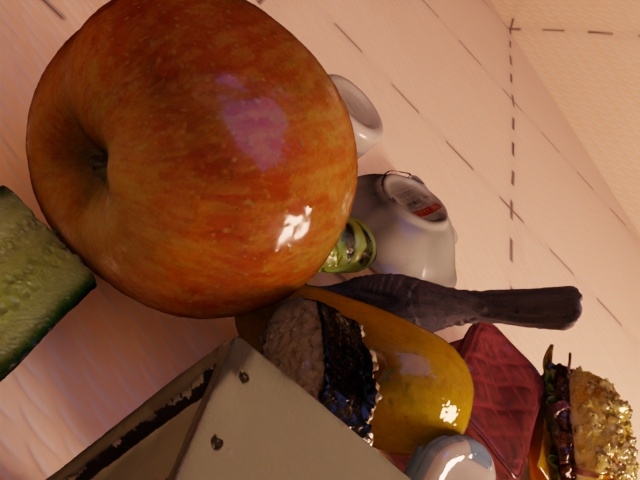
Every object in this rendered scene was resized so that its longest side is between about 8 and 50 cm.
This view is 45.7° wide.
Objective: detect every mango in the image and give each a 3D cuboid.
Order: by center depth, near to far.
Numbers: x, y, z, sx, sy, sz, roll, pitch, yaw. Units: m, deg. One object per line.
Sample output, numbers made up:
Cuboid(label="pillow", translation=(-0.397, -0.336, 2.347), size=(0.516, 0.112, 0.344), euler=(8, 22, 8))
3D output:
Cuboid(label="mango", translation=(0.031, 0.125, 0.777), size=(0.262, 0.130, 0.167), euler=(24, -19, 16))

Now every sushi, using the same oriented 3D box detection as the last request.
Cuboid(label="sushi", translation=(-0.003, 0.119, 0.632), size=(0.078, 0.090, 0.150), euler=(36, 32, -31))

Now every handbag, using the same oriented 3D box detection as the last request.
Cuboid(label="handbag", translation=(0.173, 0.206, 0.923), size=(0.146, 0.135, 0.225), euler=(51, 34, -6))

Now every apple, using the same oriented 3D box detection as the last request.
Cuboid(label="apple", translation=(-0.122, -0.074, 0.674), size=(0.309, 0.277, 0.250), euler=(19, 34, 14))

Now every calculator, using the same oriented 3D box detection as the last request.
Cuboid(label="calculator", translation=(0.093, 0.278, 0.707), size=(0.039, 0.210, 0.121), euler=(21, -13, 47))

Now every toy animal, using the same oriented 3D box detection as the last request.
Cuboid(label="toy animal", translation=(0.104, 0.085, 0.911), size=(0.206, 0.367, 0.081), euler=(66, 28, -75))

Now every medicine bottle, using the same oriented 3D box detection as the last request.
Cuboid(label="medicine bottle", translation=(-0.020, -0.111, 0.945), size=(0.103, 0.186, 0.103), euler=(34, 33, -27))

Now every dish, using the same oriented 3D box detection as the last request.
Cuboid(label="dish", translation=(0.114, -0.033, 1.045), size=(0.229, 0.081, 0.229), euler=(25, 31, -16))

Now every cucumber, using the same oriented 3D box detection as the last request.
Cuboid(label="cucumber", translation=(-0.268, 0.063, 0.541), size=(0.115, 0.063, 0.244), euler=(40, 31, -5))

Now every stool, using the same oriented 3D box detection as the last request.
Cuboid(label="stool", translation=(-0.094, 0.236, 0.413), size=(0.170, 0.243, 0.270), euler=(42, 31, -14))

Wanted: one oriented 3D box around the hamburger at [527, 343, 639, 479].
Cuboid(label="hamburger", translation=(0.349, 0.275, 1.016), size=(0.262, 0.138, 0.243), euler=(-78, 155, -48))

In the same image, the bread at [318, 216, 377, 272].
Cuboid(label="bread", translation=(0.000, 0.000, 0.915), size=(0.139, 0.071, 0.130), euler=(6, 3, -5))

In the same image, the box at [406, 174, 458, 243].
Cuboid(label="box", translation=(0.133, -0.021, 1.204), size=(0.142, 0.044, 0.285), euler=(58, 31, 2))
